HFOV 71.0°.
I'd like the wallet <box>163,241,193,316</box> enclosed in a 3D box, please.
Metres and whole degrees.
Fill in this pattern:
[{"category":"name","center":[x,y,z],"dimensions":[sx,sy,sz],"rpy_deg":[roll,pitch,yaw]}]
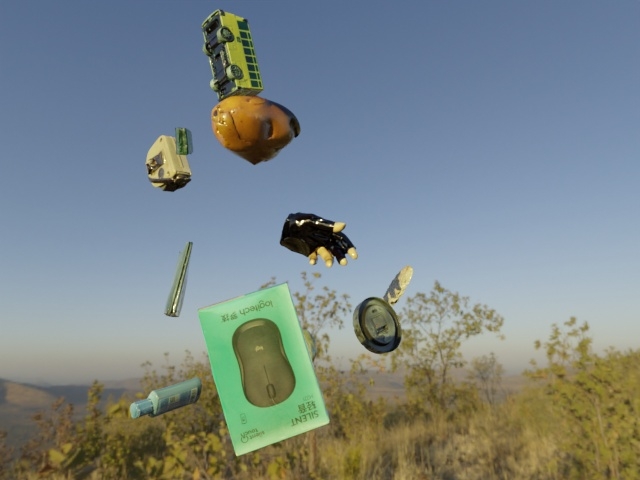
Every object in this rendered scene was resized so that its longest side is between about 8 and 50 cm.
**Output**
[{"category":"wallet","center":[-0.497,0.142,1.577],"dimensions":[0.054,0.252,0.290],"rpy_deg":[11,-16,-14]}]

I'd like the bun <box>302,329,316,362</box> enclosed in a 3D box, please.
[{"category":"bun","center":[-0.122,0.411,1.678],"dimensions":[0.212,0.204,0.127],"rpy_deg":[5,-37,38]}]

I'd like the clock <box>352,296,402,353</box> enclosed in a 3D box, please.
[{"category":"clock","center":[0.212,0.318,1.678],"dimensions":[0.214,0.215,0.042],"rpy_deg":[10,-31,-35]}]

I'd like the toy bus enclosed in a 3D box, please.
[{"category":"toy bus","center":[-0.291,-0.606,1.493],"dimensions":[0.150,0.262,0.128],"rpy_deg":[-14,2,-44]}]

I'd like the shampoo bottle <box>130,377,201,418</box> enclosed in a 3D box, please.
[{"category":"shampoo bottle","center":[-0.551,0.571,1.610],"dimensions":[0.061,0.104,0.258],"rpy_deg":[28,18,34]}]

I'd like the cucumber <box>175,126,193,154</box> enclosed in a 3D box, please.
[{"category":"cucumber","center":[-0.573,-0.412,1.878],"dimensions":[0.062,0.115,0.116],"rpy_deg":[-1,7,-7]}]

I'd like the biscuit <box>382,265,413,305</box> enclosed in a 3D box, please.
[{"category":"biscuit","center":[0.343,0.215,2.019],"dimensions":[0.040,0.188,0.265],"rpy_deg":[27,-48,-3]}]

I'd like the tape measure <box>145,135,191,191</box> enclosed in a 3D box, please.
[{"category":"tape measure","center":[-0.737,-0.335,2.136],"dimensions":[0.231,0.271,0.133],"rpy_deg":[-37,-22,33]}]

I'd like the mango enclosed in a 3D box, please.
[{"category":"mango","center":[-0.203,-0.337,1.366],"dimensions":[0.152,0.202,0.287],"rpy_deg":[13,0,42]}]

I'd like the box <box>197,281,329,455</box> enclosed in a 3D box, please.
[{"category":"box","center":[-0.121,0.265,0.957],"dimensions":[0.205,0.312,0.118],"rpy_deg":[-16,-8,-6]}]

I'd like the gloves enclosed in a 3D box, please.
[{"category":"gloves","center":[0.000,-0.005,1.603],"dimensions":[0.301,0.197,0.152],"rpy_deg":[35,36,28]}]
